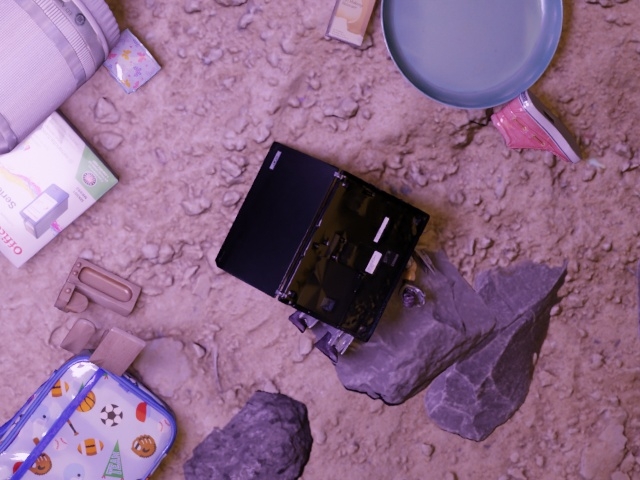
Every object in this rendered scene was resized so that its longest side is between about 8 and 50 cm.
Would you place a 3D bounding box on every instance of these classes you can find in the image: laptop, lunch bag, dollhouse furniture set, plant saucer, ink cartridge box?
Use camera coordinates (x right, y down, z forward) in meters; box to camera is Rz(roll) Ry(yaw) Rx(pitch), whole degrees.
[{"bbox_3d":[0.000,0.000,1.808,0.264,0.136,0.234,26,90,-14],"label":"laptop"},{"bbox_3d":[-0.398,0.341,1.790,0.243,0.115,0.303,39,88,-11],"label":"lunch bag"},{"bbox_3d":[-0.306,-0.283,1.759,0.071,0.053,0.083,-43,93,-5],"label":"lunch bag"},{"bbox_3d":[-0.333,0.098,1.730,0.144,0.123,0.151,28,52,-13],"label":"dollhouse furniture set"},{"bbox_3d":[0.251,-0.380,1.857,0.318,0.044,0.317,-1,98,-10],"label":"plant saucer"},{"bbox_3d":[-0.446,-0.083,1.737,0.212,0.093,0.154,-40,103,-2],"label":"ink cartridge box"}]

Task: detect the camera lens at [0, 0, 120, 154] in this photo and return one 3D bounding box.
[{"bbox_3d":[-0.461,-0.279,1.624,0.219,0.219,0.274,47,73,-12],"label":"camera lens"}]

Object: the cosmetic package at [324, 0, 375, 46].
[{"bbox_3d":[0.054,-0.383,1.820,0.060,0.041,0.115,16,94,-12],"label":"cosmetic package"}]

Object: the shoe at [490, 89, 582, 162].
[{"bbox_3d":[0.372,-0.180,1.900,0.081,0.063,0.178,-33,125,27],"label":"shoe"}]

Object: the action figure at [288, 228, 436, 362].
[{"bbox_3d":[0.083,0.068,1.855,0.185,0.099,0.285,44,84,-4],"label":"action figure"}]
